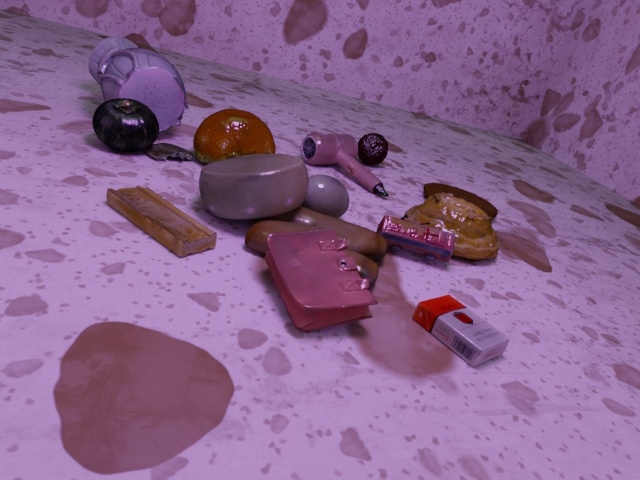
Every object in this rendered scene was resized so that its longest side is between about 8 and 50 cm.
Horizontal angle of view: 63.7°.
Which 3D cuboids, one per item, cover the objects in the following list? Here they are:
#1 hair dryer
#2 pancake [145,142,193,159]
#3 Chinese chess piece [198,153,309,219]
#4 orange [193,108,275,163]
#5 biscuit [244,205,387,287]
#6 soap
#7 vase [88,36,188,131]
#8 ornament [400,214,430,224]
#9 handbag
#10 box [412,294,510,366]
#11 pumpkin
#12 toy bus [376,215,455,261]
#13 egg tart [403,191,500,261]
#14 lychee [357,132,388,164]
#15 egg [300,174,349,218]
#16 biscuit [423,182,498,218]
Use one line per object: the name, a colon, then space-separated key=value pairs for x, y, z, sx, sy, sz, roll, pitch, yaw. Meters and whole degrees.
hair dryer: x=0.098 y=-0.241 z=1.677 sx=0.189 sy=0.107 sz=0.344 roll=-7 pitch=40 yaw=-42
pancake: x=-0.420 y=-0.246 z=1.426 sx=0.129 sy=0.023 sz=0.116 roll=0 pitch=27 yaw=-33
Chinese chess piece: x=-0.150 y=-0.130 z=1.179 sx=0.250 sy=0.101 sz=0.250 roll=-4 pitch=21 yaw=2
orange: x=-0.244 y=-0.295 z=1.479 sx=0.237 sy=0.159 sz=0.179 roll=2 pitch=12 yaw=-26
biscuit: x=0.000 y=0.000 z=1.132 sx=0.290 sy=0.062 sz=0.237 roll=19 pitch=25 yaw=9
soap: x=-0.326 y=-0.047 z=1.048 sx=0.252 sy=0.037 sz=0.092 roll=30 pitch=26 yaw=28
vase: x=-0.582 y=-0.497 z=1.601 sx=0.249 sy=0.250 sz=0.445 roll=-2 pitch=30 yaw=-35
ornament: x=0.218 y=-0.034 z=1.314 sx=0.073 sy=0.028 sz=0.125 roll=16 pitch=-14 yaw=-15
handbag: x=-0.003 y=0.061 z=0.937 sx=0.157 sy=0.059 sz=0.213 roll=-7 pitch=41 yaw=-21
box: x=0.263 y=0.166 z=0.973 sx=0.100 sy=0.048 sz=0.152 roll=-4 pitch=29 yaw=-42
pumpkin: x=-0.513 y=-0.306 z=1.362 sx=0.167 sy=0.125 sz=0.167 roll=24 pitch=46 yaw=-27
toy bus: x=0.231 y=-0.003 z=1.247 sx=0.192 sy=0.077 sz=0.065 roll=15 pitch=65 yaw=-1
egg tart: x=0.373 y=-0.050 z=1.419 sx=0.290 sy=0.116 sz=0.290 roll=15 pitch=25 yaw=-7
lychee: x=0.195 y=-0.336 z=1.904 sx=0.123 sy=0.123 sz=0.129 roll=29 pitch=-1 yaw=26
egg: x=0.009 y=-0.106 z=1.293 sx=0.152 sy=0.114 sz=0.114 roll=20 pitch=16 yaw=-43
biscuit: x=0.467 y=-0.130 z=1.735 sx=0.261 sy=0.037 sz=0.262 roll=14 pitch=25 yaw=-6
